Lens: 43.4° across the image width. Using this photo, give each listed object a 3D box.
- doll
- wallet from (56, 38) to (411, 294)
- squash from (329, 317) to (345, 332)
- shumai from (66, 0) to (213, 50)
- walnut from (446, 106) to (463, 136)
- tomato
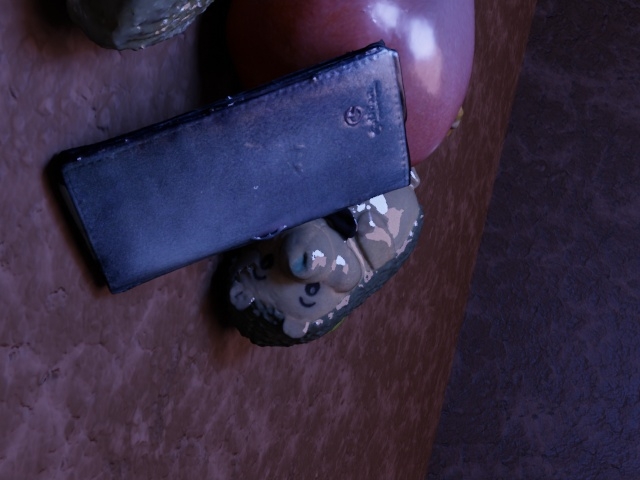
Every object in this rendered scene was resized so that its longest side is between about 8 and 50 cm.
[{"bbox_3d":[0.000,0.000,1.179,0.349,0.247,0.247,-51,149,-23],"label":"doll"},{"bbox_3d":[-0.076,-0.074,0.870,0.379,0.046,0.190,-22,130,-13],"label":"wallet"},{"bbox_3d":[0.018,0.046,1.475,0.252,0.049,0.252,11,90,-68],"label":"squash"},{"bbox_3d":[-0.165,-0.318,0.747,0.260,0.222,0.225,-48,-173,2],"label":"shumai"},{"bbox_3d":[0.130,-0.272,1.303,0.222,0.244,0.269,-27,151,-26],"label":"walnut"},{"bbox_3d":[0.054,-0.251,1.027,0.341,0.273,0.341,16,61,-31],"label":"tomato"}]
